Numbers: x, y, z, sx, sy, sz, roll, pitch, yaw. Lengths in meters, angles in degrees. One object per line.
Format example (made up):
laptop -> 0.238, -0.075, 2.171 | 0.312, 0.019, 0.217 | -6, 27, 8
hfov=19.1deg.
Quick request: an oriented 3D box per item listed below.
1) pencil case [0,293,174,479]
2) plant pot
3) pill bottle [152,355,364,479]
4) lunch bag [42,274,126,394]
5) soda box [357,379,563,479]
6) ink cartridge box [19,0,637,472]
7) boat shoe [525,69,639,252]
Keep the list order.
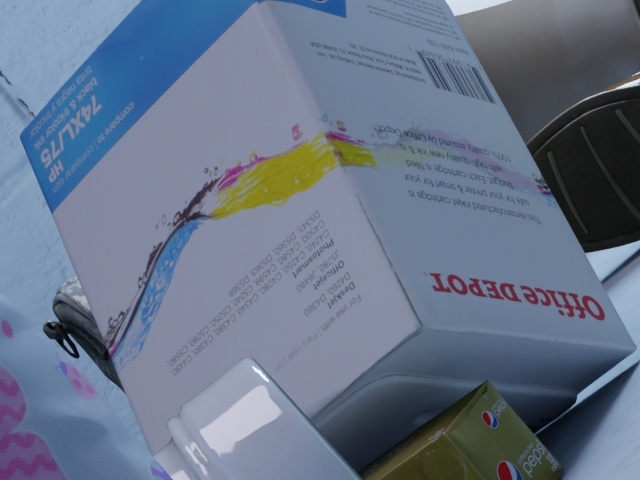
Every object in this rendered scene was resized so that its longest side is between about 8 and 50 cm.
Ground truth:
pencil case -> -0.080, 0.120, 0.641 | 0.124, 0.273, 0.113 | -50, 12, -30
plant pot -> 0.184, -0.134, 1.740 | 0.280, 0.323, 0.323 | -24, 7, 20
pill bottle -> -0.107, 0.199, 0.789 | 0.318, 0.176, 0.176 | -41, 1, -3
lunch bag -> -0.003, 0.044, 1.308 | 0.305, 0.256, 0.212 | -41, 1, -14
soda box -> 0.034, 0.147, 0.961 | 0.181, 0.061, 0.058 | -40, 0, 35
ink cartridge box -> 0.000, 0.000, 1.069 | 0.198, 0.270, 0.197 | 9, -43, -48
boat shoe -> 0.270, -0.087, 1.379 | 0.307, 0.110, 0.104 | -31, 1, 20
